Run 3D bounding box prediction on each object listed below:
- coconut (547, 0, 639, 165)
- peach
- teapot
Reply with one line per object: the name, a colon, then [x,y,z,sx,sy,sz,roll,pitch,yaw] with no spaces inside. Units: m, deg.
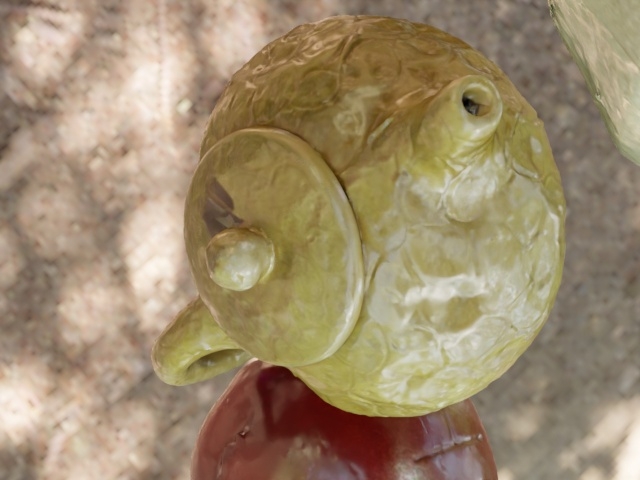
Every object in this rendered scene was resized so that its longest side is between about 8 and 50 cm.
coconut: [0.185,-0.080,0.498,0.224,0.234,0.224,-59,176,-7]
peach: [0.021,0.149,1.134,0.197,0.197,0.197,-25,138,-24]
teapot: [0.000,0.000,0.965,0.167,0.203,0.311,-17,164,-43]
